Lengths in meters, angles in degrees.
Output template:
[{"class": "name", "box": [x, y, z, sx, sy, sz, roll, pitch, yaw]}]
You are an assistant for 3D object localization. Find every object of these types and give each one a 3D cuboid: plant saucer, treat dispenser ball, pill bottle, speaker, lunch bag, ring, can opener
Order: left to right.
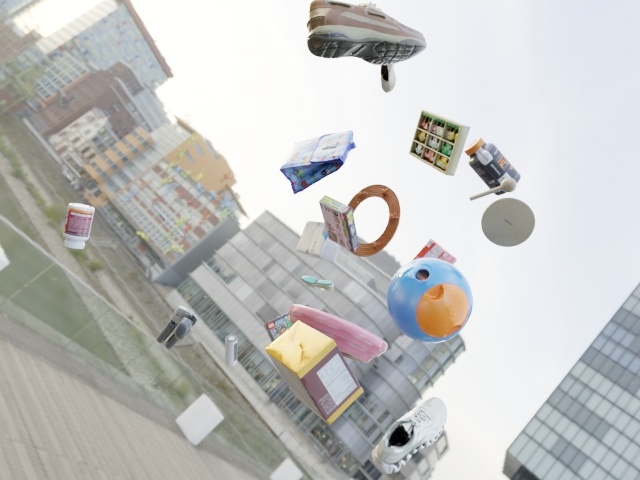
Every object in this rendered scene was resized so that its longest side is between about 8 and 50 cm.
[{"class": "pill bottle", "box": [-0.862, -0.051, 1.695, 0.085, 0.152, 0.086, 14, 5, -1]}, {"class": "can opener", "box": [-0.486, 0.303, 1.578, 0.076, 0.095, 0.283, 37, -45, -9]}, {"class": "speaker", "box": [-0.396, 0.488, 2.113, 0.055, 0.055, 0.136, 33, -55, 44]}, {"class": "lunch bag", "box": [0.014, -0.333, 1.929, 0.293, 0.221, 0.138, -15, -57, 28]}, {"class": "plant saucer", "box": [0.044, 0.305, 1.515, 0.331, 0.084, 0.332, 22, -14, 6]}, {"class": "ring", "box": [0.211, -0.094, 2.120, 0.032, 0.337, 0.336, 22, 6, -42]}, {"class": "treat dispenser ball", "box": [0.370, 0.203, 1.627, 0.288, 0.288, 0.288, 43, -15, 15]}, {"class": "pill bottle", "box": [0.706, -0.315, 1.986, 0.245, 0.130, 0.130, 45, -14, -10]}]

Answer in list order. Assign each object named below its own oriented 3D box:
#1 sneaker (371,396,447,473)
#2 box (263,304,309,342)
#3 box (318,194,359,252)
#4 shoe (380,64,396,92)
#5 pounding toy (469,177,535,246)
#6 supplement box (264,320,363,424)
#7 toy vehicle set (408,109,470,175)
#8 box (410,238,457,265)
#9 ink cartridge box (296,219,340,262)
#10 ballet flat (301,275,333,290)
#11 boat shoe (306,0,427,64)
[{"class": "sneaker", "box": [0.275, 0.551, 1.395, 0.110, 0.292, 0.119, 34, -41, 35]}, {"class": "box", "box": [-0.130, 0.422, 2.258, 0.159, 0.232, 0.044, 63, -26, 13]}, {"class": "box", "box": [0.064, -0.053, 1.583, 0.114, 0.036, 0.207, 29, -26, 28]}, {"class": "shoe", "box": [0.274, -0.708, 1.998, 0.076, 0.058, 0.219, 41, -24, 26]}, {"class": "pounding toy", "box": [0.673, -0.100, 1.751, 0.237, 0.182, 0.110, 62, 23, -6]}, {"class": "supplement box", "box": [-0.020, 0.353, 1.296, 0.191, 0.129, 0.194, 13, -44, 58]}, {"class": "toy vehicle set", "box": [0.401, -0.340, 1.637, 0.267, 0.035, 0.166, -126, -136, -59]}, {"class": "box", "box": [0.532, 0.139, 2.372, 0.122, 0.257, 0.128, 30, 13, -38]}, {"class": "ink cartridge box", "box": [0.000, 0.000, 1.906, 0.082, 0.140, 0.190, 25, -8, -30]}, {"class": "ballet flat", "box": [-0.017, 0.212, 2.290, 0.168, 0.057, 0.053, 11, -58, 22]}, {"class": "boat shoe", "box": [0.111, -0.487, 1.094, 0.122, 0.323, 0.120, -10, -92, 56]}]
